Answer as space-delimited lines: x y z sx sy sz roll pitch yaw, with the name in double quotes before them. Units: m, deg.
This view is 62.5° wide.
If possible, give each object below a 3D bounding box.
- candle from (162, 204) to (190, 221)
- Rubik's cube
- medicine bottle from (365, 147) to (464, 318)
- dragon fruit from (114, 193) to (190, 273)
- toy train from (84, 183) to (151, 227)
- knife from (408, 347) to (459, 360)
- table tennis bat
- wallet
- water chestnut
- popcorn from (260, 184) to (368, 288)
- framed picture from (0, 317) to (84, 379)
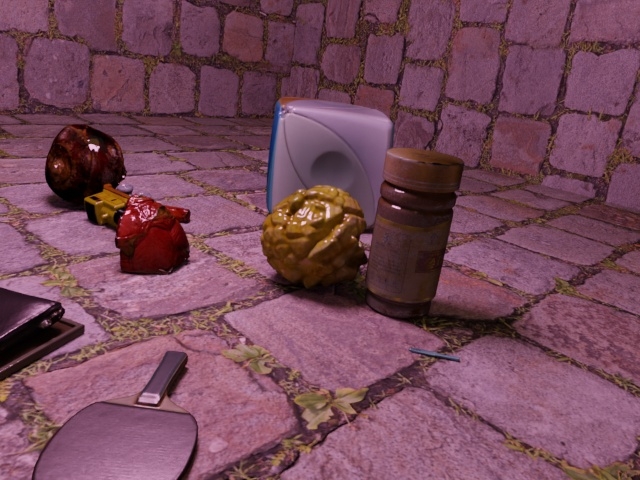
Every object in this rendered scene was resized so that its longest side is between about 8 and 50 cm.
"candle" -0.437 -0.085 1.452 0.162 0.048 0.053 10 36 6
"Rubik's cube" 0.015 -0.248 1.637 0.347 0.352 0.352 6 17 -8
"medicine bottle" 0.182 -0.014 1.068 0.151 0.322 0.151 7 19 -2
"dragon fruit" -0.360 -0.015 1.132 0.127 0.161 0.120 -4 18 0
"toy train" -0.513 -0.080 1.357 0.219 0.089 0.127 22 34 33
"knife" 0.202 0.202 0.941 0.091 0.005 0.014 9 20 6
"table tennis bat" -0.234 0.228 0.669 0.173 0.022 0.301 8 20 1
"wallet" -0.535 0.108 0.805 0.250 0.044 0.149 15 23 14
"water chestnut" -0.638 -0.211 1.471 0.223 0.224 0.238 24 13 40
"popcorn" 0.000 0.000 1.150 0.259 0.259 0.212 -3 37 -29
"framed picture" -0.513 0.154 0.772 0.189 0.023 0.260 13 20 15
